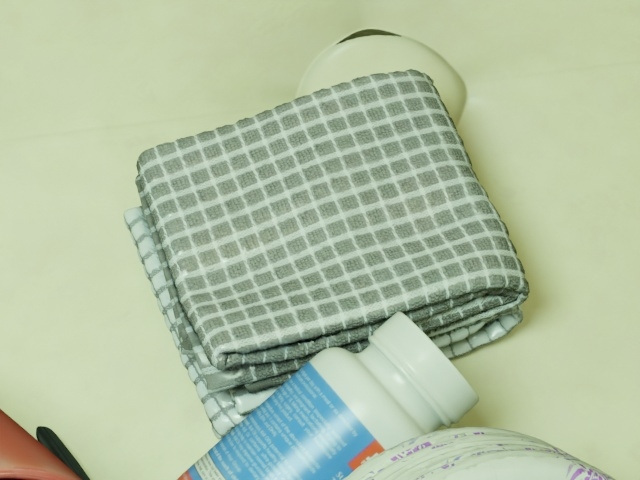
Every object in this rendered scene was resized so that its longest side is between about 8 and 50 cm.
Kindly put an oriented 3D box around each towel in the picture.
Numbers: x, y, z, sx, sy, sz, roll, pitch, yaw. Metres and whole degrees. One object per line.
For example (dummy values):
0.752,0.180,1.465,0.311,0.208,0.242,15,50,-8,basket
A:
0.000,0.000,1.342,0.283,0.121,0.235,-18,62,-11,towel

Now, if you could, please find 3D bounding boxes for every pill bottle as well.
0.006,0.158,1.224,0.221,0.124,0.124,-42,69,-3,pill bottle

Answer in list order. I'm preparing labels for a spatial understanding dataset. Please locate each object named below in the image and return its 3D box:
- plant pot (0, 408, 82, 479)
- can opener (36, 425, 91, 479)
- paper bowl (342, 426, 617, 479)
-0.317,0.192,1.147,0.275,0.275,0.243,-31,47,-17,plant pot
-0.181,0.216,1.256,0.059,0.073,0.186,-28,56,-7,can opener
0.099,0.269,1.137,0.284,0.148,0.284,-4,100,-22,paper bowl
